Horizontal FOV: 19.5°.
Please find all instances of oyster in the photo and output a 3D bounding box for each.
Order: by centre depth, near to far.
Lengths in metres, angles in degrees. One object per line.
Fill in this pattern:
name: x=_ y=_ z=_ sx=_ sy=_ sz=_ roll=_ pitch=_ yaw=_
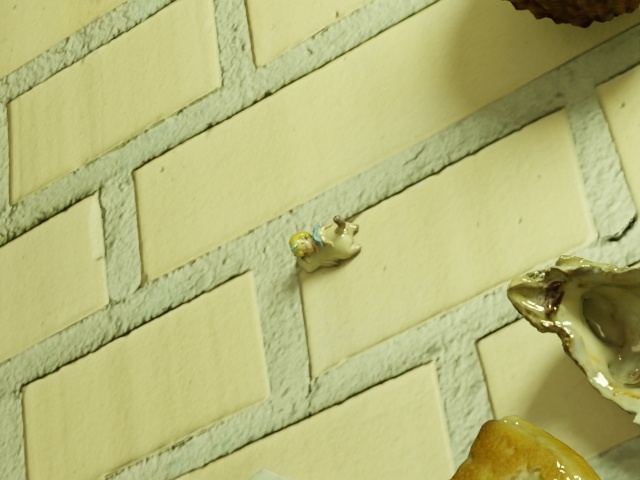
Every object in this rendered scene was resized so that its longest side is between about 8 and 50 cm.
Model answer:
oyster: x=0.284 y=0.077 z=1.696 sx=0.232 sy=0.107 sz=0.161 roll=19 pitch=95 yaw=42

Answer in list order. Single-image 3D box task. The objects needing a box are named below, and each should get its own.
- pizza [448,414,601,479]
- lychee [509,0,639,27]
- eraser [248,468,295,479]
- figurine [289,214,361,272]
pizza: x=0.163 y=0.348 z=1.626 sx=0.277 sy=0.114 sz=0.409 roll=-26 pitch=50 yaw=24
lychee: x=0.250 y=-0.338 z=1.890 sx=0.267 sy=0.267 sz=0.267 roll=-20 pitch=53 yaw=29
eraser: x=-0.016 y=0.290 z=1.804 sx=0.095 sy=0.052 sz=0.225 roll=-40 pitch=28 yaw=-24
figurine: x=0.000 y=0.000 z=2.017 sx=0.083 sy=0.050 sz=0.047 roll=-29 pitch=44 yaw=22
